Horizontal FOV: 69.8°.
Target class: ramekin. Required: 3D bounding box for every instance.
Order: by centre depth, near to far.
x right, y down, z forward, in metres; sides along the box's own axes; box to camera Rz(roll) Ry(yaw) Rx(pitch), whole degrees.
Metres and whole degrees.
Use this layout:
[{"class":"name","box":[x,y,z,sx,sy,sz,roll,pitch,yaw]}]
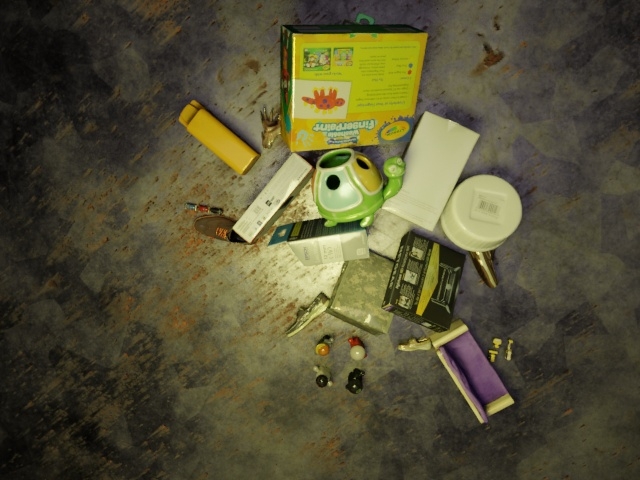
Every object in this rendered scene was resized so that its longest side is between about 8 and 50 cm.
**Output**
[{"class":"ramekin","box":[0.585,-0.105,1.662,0.277,0.135,0.277,0,79,2]}]

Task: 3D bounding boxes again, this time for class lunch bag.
[{"class":"lunch bag","box":[0.178,0.184,1.751,0.235,0.169,0.287,25,73,-2]}]

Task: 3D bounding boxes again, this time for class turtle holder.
[{"class":"turtle holder","box":[0.113,-0.188,1.574,0.243,0.320,0.227,-49,133,-27]}]

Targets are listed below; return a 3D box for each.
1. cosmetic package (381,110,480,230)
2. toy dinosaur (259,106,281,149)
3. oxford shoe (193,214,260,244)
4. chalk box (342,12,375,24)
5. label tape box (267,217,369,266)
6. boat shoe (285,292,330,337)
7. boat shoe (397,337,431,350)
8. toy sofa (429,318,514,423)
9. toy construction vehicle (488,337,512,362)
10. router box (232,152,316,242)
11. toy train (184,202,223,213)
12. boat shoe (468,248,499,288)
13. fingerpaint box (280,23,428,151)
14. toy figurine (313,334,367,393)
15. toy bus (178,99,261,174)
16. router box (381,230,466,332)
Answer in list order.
[{"class":"cosmetic package","box":[0.390,-0.253,1.690,0.217,0.156,0.384,26,98,0]},{"class":"toy dinosaur","box":[-0.116,-0.481,1.720,0.295,0.200,0.127,-48,128,-14]},{"class":"oxford shoe","box":[-0.372,-0.041,1.799,0.272,0.098,0.096,9,98,3]},{"class":"chalk box","box":[0.129,-0.704,1.660,0.132,0.132,0.213,21,98,2]},{"class":"label tape box","box":[0.000,0.000,1.699,0.348,0.249,0.115,-10,107,6]},{"class":"boat shoe","box":[-0.059,0.296,1.837,0.223,0.080,0.073,-40,88,3]},{"class":"boat shoe","box":[0.375,0.413,1.834,0.135,0.050,0.045,-3,94,-5]},{"class":"toy sofa","box":[0.583,0.501,1.765,0.150,0.177,0.362,-32,93,8]},{"class":"toy construction vehicle","box":[0.715,0.436,1.821,0.086,0.035,0.098,6,96,14]},{"class":"router box","box":[-0.151,-0.160,1.666,0.082,0.301,0.335,40,99,-2]},{"class":"toy train","box":[-0.466,-0.125,1.826,0.158,0.036,0.027,9,98,3]},{"class":"boat shoe","box":[0.628,0.054,1.745,0.095,0.095,0.257,-27,95,1]},{"class":"fingerpaint box","box":[0.096,-0.510,1.531,0.445,0.163,0.371,-9,126,-16]},{"class":"toy figurine","box":[0.076,0.486,1.813,0.210,0.148,0.213,6,98,3]},{"class":"toy bus","box":[-0.387,-0.390,1.738,0.333,0.130,0.108,40,98,-2]},{"class":"router box","box":[0.384,0.151,1.692,0.243,0.081,0.308,24,66,-6]}]
